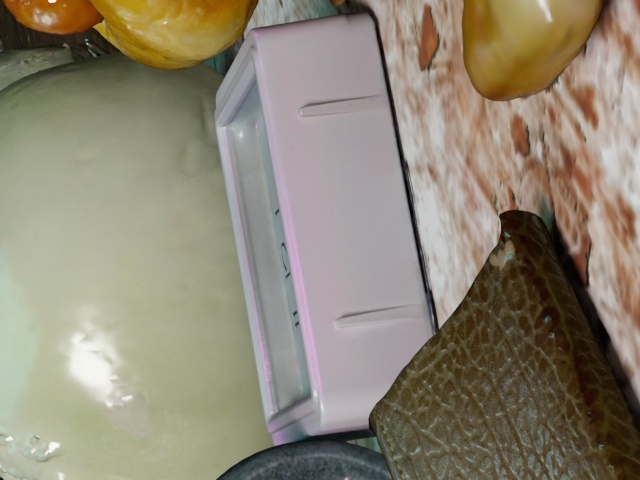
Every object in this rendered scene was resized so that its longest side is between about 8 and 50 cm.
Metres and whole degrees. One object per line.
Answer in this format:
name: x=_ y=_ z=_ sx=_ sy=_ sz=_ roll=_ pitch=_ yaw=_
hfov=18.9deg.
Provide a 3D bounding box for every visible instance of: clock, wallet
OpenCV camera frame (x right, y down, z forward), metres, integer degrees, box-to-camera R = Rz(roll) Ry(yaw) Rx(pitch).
clock: x=0.000 y=0.000 z=0.957 sx=0.150 sy=0.063 sz=0.197 roll=137 pitch=124 yaw=-75
wallet: x=0.087 y=0.119 z=0.677 sx=0.133 sy=0.039 sz=0.243 roll=-62 pitch=34 yaw=37

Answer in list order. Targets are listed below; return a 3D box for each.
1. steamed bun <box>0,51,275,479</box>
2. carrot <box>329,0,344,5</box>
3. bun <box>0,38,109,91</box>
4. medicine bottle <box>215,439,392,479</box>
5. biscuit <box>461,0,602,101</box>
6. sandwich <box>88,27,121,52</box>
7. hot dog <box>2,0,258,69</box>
steamed bun: x=-0.145 y=0.038 z=1.232 sx=0.334 sy=0.233 sz=0.311 roll=165 pitch=95 yaw=-76
carrot: x=-0.001 y=-0.200 z=0.869 sx=0.047 sy=0.047 sz=0.191 roll=-121 pitch=25 yaw=-59
bun: x=-0.208 y=-0.063 z=1.642 sx=0.239 sy=0.141 sz=0.239 roll=170 pitch=90 yaw=-83
medicine bottle: x=-0.015 y=0.220 z=0.990 sx=0.293 sy=0.141 sz=0.141 roll=106 pitch=153 yaw=-59
biscuit: x=0.062 y=-0.169 z=0.617 sx=0.164 sy=0.047 sz=0.207 roll=112 pitch=147 yaw=-67
sandwich: x=-0.153 y=-0.215 z=1.361 sx=0.236 sy=0.128 sz=0.122 roll=36 pitch=-159 yaw=-38
hot dog: x=-0.097 y=-0.215 z=0.918 sx=0.150 sy=0.153 sz=0.256 roll=-163 pitch=81 yaw=-76
